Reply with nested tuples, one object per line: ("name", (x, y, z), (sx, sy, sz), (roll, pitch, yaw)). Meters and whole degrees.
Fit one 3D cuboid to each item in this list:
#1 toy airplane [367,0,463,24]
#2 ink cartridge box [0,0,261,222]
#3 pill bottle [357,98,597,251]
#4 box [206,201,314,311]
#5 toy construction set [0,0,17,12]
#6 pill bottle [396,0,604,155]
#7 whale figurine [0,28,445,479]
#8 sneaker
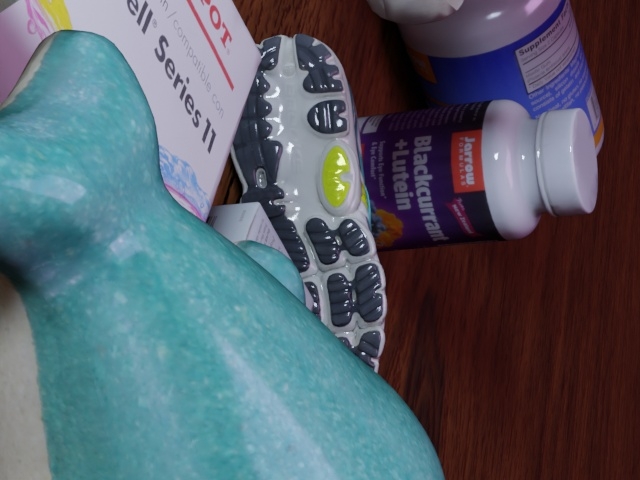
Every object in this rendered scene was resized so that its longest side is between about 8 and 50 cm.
("toy airplane", (0.103, -0.317, 0.916), (0.272, 0.384, 0.386), (38, 91, -32))
("ink cartridge box", (-0.136, -0.073, 0.617), (0.207, 0.119, 0.353), (60, 34, -44))
("pill bottle", (0.108, -0.050, 1.085), (0.108, 0.193, 0.108), (-6, 90, -67))
("box", (-0.073, 0.046, 0.763), (0.087, 0.101, 0.102), (62, 34, -42))
("toy construction set", (-0.174, -0.168, 0.410), (0.215, 0.151, 0.328), (60, 10, -60))
("pill bottle", (0.154, -0.180, 1.274), (0.152, 0.152, 0.272), (-73, 147, -42))
("whale figurine", (-0.038, 0.062, 0.496), (0.216, 0.141, 0.272), (-55, 135, -53))
("sneaker", (0.000, 0.000, 0.951), (0.110, 0.107, 0.275), (37, 51, -72))
